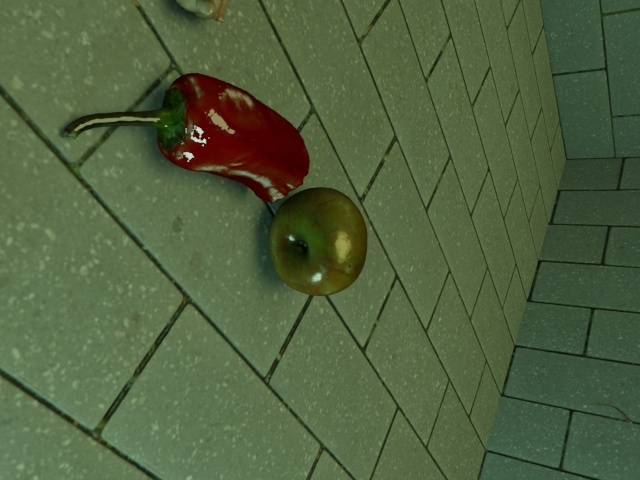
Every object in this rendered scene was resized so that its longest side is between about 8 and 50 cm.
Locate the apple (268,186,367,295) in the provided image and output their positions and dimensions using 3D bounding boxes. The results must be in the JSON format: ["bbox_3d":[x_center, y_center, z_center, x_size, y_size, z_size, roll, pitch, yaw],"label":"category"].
[{"bbox_3d":[0.000,0.000,0.952,0.155,0.182,0.183,-11,102,-62],"label":"apple"}]

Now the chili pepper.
[{"bbox_3d":[-0.150,-0.155,0.761,0.338,0.131,0.135,18,69,-52],"label":"chili pepper"}]

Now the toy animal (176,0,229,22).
[{"bbox_3d":[-0.154,-0.364,0.777,0.089,0.083,0.150,-60,-177,48],"label":"toy animal"}]
